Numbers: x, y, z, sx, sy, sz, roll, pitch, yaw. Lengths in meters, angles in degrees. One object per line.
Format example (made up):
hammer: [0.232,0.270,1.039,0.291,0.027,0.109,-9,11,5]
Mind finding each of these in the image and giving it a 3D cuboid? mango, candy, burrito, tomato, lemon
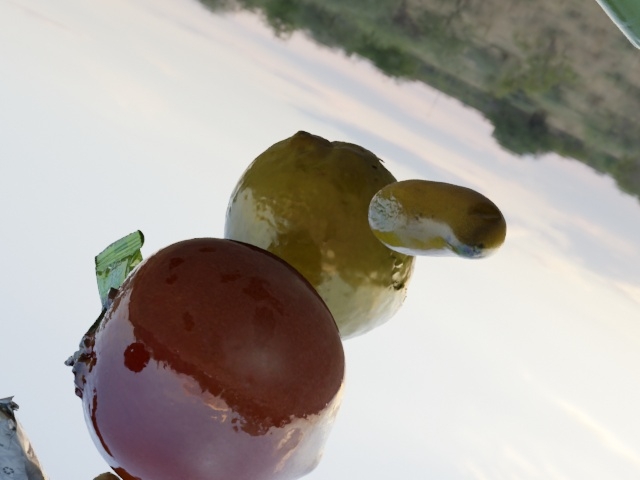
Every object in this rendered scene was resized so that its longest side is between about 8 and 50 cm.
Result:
mango: [0.116,-0.020,1.092,0.098,0.075,0.190,-24,-160,-26]
candy: [-0.332,0.115,1.949,0.069,0.149,0.246,-11,-102,-50]
burrito: [-0.358,0.263,1.310,0.064,0.203,0.064,-5,-141,4]
tomato: [-0.121,0.155,1.291,0.321,0.321,0.321,26,-169,-5]
lemon: [0.000,0.000,1.584,0.297,0.297,0.297,26,-169,-5]

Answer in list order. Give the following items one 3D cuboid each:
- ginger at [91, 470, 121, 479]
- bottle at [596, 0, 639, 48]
ginger: [-0.235,0.427,1.341,0.086,0.294,0.131,-16,167,-11]
bottle: [0.323,-0.335,1.230,0.260,0.112,0.112,46,-174,-14]
